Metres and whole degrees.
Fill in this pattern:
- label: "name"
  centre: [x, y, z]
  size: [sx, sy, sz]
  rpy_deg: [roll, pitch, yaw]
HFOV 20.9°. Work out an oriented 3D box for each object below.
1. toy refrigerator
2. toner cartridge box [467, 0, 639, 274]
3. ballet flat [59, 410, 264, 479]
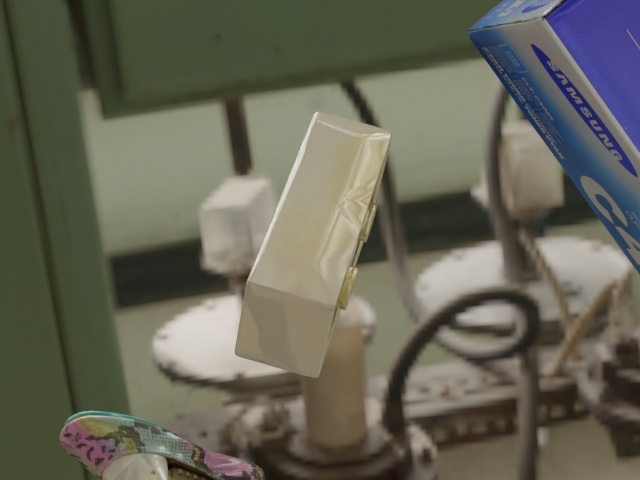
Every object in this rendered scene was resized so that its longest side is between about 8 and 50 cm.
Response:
- label: "toy refrigerator"
  centre: [0.000, 0.000, 1.699]
  size: [0.094, 0.102, 0.269]
  rpy_deg: [16, 42, 4]
- label: "toner cartridge box"
  centre: [0.244, -0.024, 1.150]
  size: [0.075, 0.348, 0.165]
  rpy_deg: [-38, 10, -7]
- label: "ballet flat"
  centre: [-0.136, 0.218, 1.577]
  size: [0.221, 0.077, 0.079]
  rpy_deg: [25, 38, -36]
